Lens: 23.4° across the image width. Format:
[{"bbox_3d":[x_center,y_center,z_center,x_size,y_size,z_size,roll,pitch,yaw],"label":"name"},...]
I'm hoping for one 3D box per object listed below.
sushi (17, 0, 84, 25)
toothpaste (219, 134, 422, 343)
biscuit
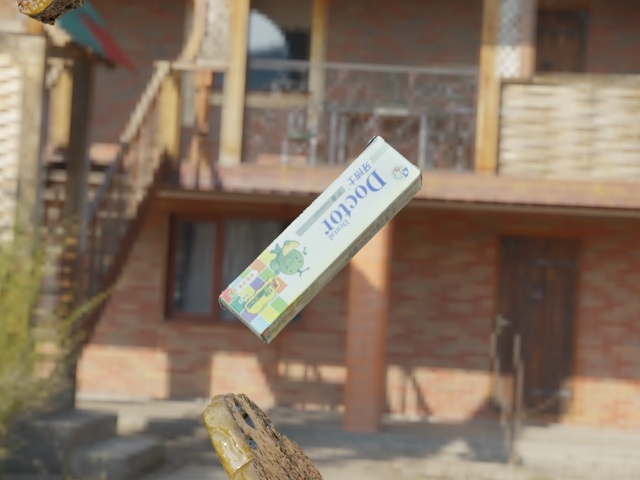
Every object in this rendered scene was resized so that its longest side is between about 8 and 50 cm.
[{"bbox_3d":[-0.239,-0.236,1.422,0.055,0.052,0.120,-4,-22,-47],"label":"sushi"},{"bbox_3d":[0.000,0.000,1.085,0.046,0.164,0.034,42,-9,17],"label":"toothpaste"},{"bbox_3d":[-0.029,0.213,1.249,0.041,0.208,0.290,-36,0,3],"label":"biscuit"}]
